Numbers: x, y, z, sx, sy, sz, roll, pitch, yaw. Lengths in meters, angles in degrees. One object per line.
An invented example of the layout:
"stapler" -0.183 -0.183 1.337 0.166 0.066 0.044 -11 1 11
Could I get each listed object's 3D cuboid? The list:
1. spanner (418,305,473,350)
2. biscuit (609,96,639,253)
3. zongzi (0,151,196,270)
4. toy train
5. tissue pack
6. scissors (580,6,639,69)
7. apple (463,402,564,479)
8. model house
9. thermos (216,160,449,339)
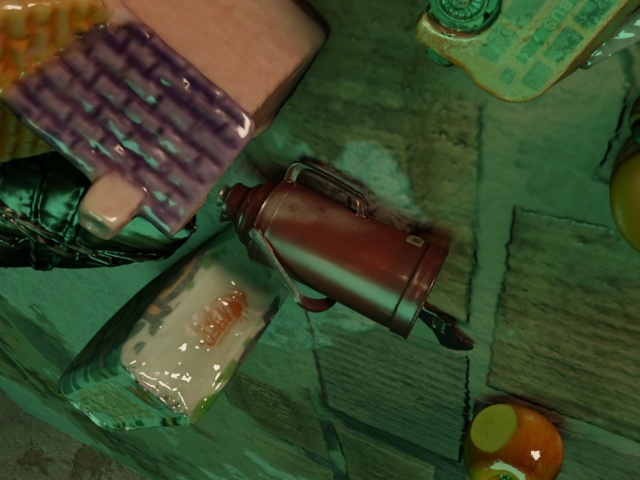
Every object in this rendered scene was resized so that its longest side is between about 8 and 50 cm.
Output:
"spanner" 0.083 0.059 0.651 0.208 0.012 0.046 36 147 -3
"biscuit" 0.261 -0.032 0.361 0.170 0.050 0.170 21 143 17
"zongzi" -0.356 -0.043 0.593 0.383 0.362 0.319 40 164 -12
"toy train" 0.123 -0.157 0.306 0.099 0.072 0.188 29 145 -2
"tissue pack" -0.191 0.122 0.759 0.128 0.228 0.311 45 145 -14
"scissors" 0.219 -0.143 0.285 0.110 0.021 0.212 41 145 -16
"apple" 0.223 0.250 0.688 0.114 0.102 0.099 -11 124 45
"model house" -0.165 -0.119 0.438 0.237 0.237 0.202 43 143 -13
"thermos" 0.002 -0.002 0.577 0.232 0.099 0.124 27 114 12
